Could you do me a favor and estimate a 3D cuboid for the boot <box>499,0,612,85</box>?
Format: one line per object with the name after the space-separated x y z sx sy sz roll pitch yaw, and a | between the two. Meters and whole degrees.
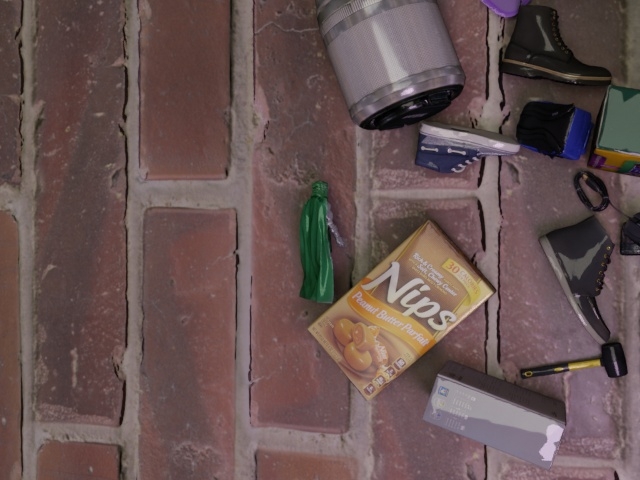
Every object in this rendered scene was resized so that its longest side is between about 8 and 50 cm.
0.435 -0.355 1.587 0.198 0.077 0.137 13 99 14 | boot

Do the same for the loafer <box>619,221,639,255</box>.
0.619 -0.007 1.558 0.170 0.062 0.061 -2 85 14 | loafer

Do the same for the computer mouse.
0.542 -0.047 1.553 0.242 0.041 0.071 42 95 29 | computer mouse

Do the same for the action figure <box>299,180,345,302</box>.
0.000 0.000 1.704 0.137 0.064 0.232 4 95 58 | action figure

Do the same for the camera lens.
0.125 -0.352 1.602 0.220 0.219 0.274 -21 85 14 | camera lens

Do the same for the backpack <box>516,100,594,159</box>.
0.420 -0.196 1.589 0.120 0.101 0.097 20 92 46 | backpack

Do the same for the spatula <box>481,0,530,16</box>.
0.419 -0.535 1.619 0.084 0.030 0.296 45 101 9 | spatula

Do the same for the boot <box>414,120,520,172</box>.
0.274 -0.165 1.652 0.190 0.069 0.086 14 112 14 | boot

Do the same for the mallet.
0.463 0.222 1.617 0.190 0.039 0.062 -5 91 19 | mallet

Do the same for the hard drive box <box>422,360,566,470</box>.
0.316 0.307 1.580 0.232 0.181 0.089 19 96 15 | hard drive box

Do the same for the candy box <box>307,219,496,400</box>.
0.153 0.132 1.668 0.316 0.087 0.183 -43 80 12 | candy box

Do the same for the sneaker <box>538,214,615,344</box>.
0.493 0.069 1.579 0.118 0.083 0.222 -27 83 13 | sneaker

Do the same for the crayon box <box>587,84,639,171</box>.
0.599 -0.149 1.404 0.313 0.363 0.106 11 93 14 | crayon box
